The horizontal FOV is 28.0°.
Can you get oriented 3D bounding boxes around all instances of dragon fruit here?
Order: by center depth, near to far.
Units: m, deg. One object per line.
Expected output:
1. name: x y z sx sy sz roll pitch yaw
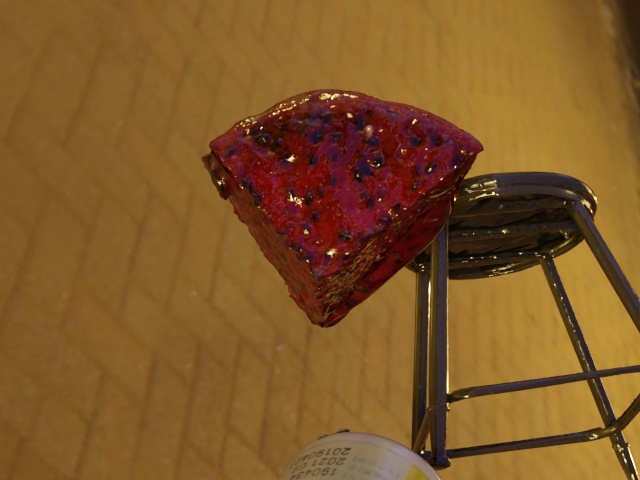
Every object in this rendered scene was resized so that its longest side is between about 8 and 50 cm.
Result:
1. dragon fruit: 0.000 0.000 1.488 0.330 0.302 0.240 97 15 -50

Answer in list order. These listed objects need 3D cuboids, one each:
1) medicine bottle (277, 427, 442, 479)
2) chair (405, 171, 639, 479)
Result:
1. medicine bottle: -0.002 0.370 1.298 0.213 0.214 0.378 63 29 -13
2. chair: 0.279 0.142 1.788 0.362 0.365 0.410 92 -10 -65
